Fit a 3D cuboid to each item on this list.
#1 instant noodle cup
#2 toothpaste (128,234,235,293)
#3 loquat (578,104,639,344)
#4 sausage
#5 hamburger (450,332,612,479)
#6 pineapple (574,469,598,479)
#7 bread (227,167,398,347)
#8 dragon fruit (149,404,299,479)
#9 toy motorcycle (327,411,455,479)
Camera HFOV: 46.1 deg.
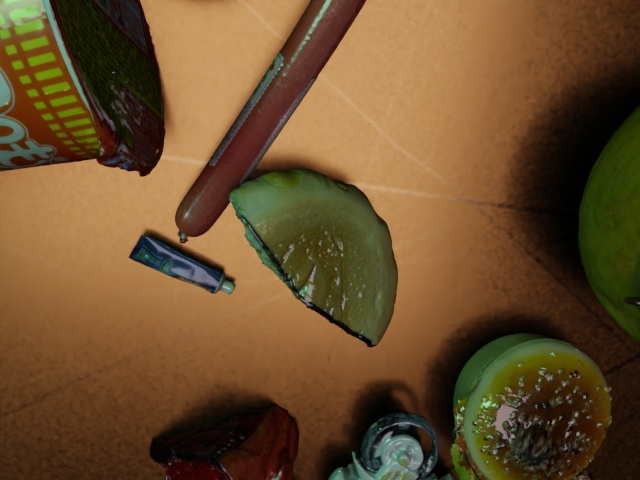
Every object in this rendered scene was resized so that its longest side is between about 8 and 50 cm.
[{"bbox_3d":[-0.228,-0.110,0.462,0.212,0.193,0.193,-14,104,5],"label":"instant noodle cup"},{"bbox_3d":[-0.104,0.021,0.577,0.083,0.019,0.027,25,123,-10],"label":"toothpaste"},{"bbox_3d":[0.296,-0.009,0.506,0.244,0.244,0.244,-1,103,-6],"label":"loquat"},{"bbox_3d":[-0.037,-0.091,0.525,0.034,0.034,0.253,32,112,-12],"label":"sausage"},{"bbox_3d":[0.165,0.143,0.602,0.141,0.081,0.126,-29,105,0],"label":"hamburger"},{"bbox_3d":[0.224,0.222,0.659,0.083,0.019,0.045,38,99,-10],"label":"pineapple"},{"bbox_3d":[0.000,0.000,0.550,0.157,0.083,0.094,31,97,-23],"label":"bread"},{"bbox_3d":[-0.072,0.239,0.593,0.122,0.092,0.192,-3,103,-5],"label":"dragon fruit"},{"bbox_3d":[0.066,0.253,0.623,0.151,0.074,0.228,-25,106,3],"label":"toy motorcycle"}]
